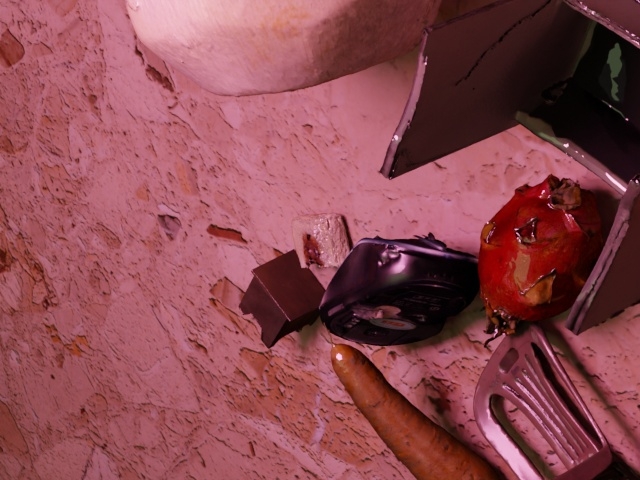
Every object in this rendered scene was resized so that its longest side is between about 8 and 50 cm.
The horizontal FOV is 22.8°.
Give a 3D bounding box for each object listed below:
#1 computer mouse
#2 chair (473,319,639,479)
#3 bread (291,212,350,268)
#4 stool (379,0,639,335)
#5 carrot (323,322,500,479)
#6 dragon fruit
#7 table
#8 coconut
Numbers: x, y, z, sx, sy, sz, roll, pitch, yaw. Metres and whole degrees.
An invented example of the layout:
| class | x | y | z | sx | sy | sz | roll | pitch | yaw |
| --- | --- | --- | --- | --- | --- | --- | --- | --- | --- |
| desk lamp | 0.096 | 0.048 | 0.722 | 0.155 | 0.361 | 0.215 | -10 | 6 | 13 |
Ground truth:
| class | x | y | z | sx | sy | sz | roll | pitch | yaw |
| --- | --- | --- | --- | --- | --- | --- | --- | --- | --- |
| computer mouse | 0.089 | 0.046 | 1.760 | 0.233 | 0.137 | 0.096 | -39 | 49 | 55 |
| chair | 0.239 | 0.257 | 1.649 | 0.326 | 0.183 | 0.175 | 48 | 138 | 20 |
| bread | 0.000 | 0.000 | 1.916 | 0.083 | 0.035 | 0.070 | 6 | 112 | 52 |
| stool | 0.242 | -0.092 | 1.387 | 0.244 | 0.270 | 0.170 | 41 | 135 | 29 |
| carrot | 0.094 | 0.207 | 1.806 | 0.298 | 0.078 | 0.078 | 47 | 144 | -11 |
| dragon fruit | 0.212 | 0.035 | 1.627 | 0.125 | 0.125 | 0.246 | 44 | 147 | 12 |
| table | -0.048 | 0.076 | 1.987 | 0.083 | 0.070 | 0.082 | 52 | 144 | 16 |
| coconut | -0.044 | -0.337 | 1.549 | 0.346 | 0.346 | 0.360 | 6 | 115 | 49 |
